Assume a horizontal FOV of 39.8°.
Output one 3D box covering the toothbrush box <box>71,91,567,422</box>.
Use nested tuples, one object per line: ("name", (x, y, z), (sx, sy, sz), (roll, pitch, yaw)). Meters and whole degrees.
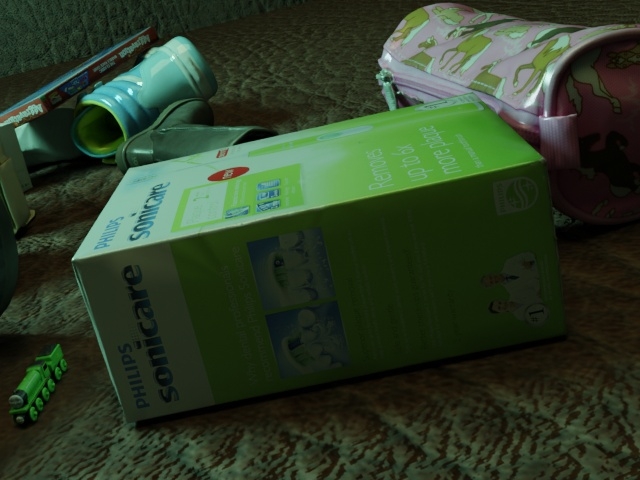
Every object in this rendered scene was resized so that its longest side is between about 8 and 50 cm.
("toothbrush box", (0.000, 0.000, 0.617), (0.283, 0.122, 0.206), (-13, 20, 3))

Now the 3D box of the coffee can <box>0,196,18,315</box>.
("coffee can", (-0.381, 0.042, 0.615), (0.201, 0.202, 0.275), (-3, 22, 25))

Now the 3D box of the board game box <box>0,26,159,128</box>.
("board game box", (-0.369, -0.236, 1.318), (0.145, 0.027, 0.281), (-14, 24, 34))

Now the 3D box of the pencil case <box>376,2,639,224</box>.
("pencil case", (0.184, -0.134, 0.817), (0.167, 0.160, 0.386), (-44, 24, 0))

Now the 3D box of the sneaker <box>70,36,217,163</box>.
("sneaker", (-0.292, -0.198, 1.336), (0.208, 0.127, 0.319), (-39, 10, -18))

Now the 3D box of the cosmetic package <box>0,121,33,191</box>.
("cosmetic package", (-0.521, -0.108, 1.256), (0.239, 0.099, 0.060), (1, 24, 31))

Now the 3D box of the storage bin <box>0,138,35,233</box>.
("storage bin", (-0.491, -0.114, 1.012), (0.260, 0.262, 0.123), (-11, 21, 5))

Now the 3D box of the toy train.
("toy train", (-0.195, 0.097, 0.612), (0.017, 0.024, 0.083), (-11, 20, 6))

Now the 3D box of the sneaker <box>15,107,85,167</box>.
("sneaker", (-0.437, -0.147, 1.363), (0.212, 0.080, 0.094), (-14, -4, -19))

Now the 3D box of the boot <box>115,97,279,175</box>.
("boot", (-0.136, -0.132, 1.123), (0.208, 0.076, 0.190), (-4, 34, 40))
